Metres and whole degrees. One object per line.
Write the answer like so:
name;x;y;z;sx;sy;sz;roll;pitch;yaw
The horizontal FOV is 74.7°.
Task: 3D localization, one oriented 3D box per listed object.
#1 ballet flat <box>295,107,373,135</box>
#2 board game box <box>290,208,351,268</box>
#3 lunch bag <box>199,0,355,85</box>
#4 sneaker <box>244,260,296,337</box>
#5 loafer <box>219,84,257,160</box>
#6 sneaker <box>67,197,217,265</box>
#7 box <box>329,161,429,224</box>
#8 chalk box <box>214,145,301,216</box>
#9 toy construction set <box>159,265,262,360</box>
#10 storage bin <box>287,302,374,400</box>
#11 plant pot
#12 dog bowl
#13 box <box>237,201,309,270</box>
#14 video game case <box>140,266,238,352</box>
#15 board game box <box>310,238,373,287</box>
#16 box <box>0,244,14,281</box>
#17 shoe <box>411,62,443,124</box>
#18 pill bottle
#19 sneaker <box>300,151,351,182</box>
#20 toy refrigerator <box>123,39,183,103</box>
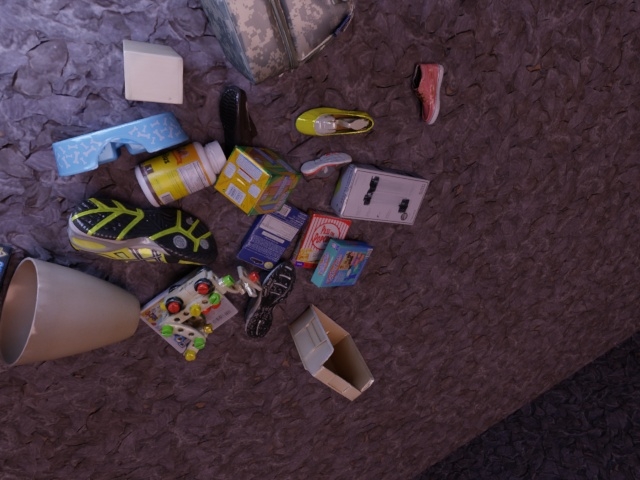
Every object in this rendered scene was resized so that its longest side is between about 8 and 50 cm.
ballet flat;0.048;-0.335;1.194;0.231;0.077;0.077;-8;121;-21
board game box;0.000;0.000;1.382;0.147;0.045;0.193;8;114;-30
lunch bag;-0.095;-0.491;0.899;0.256;0.305;0.212;-29;126;-6
sneaker;-0.177;0.181;1.372;0.100;0.108;0.271;27;97;-30
loafer;-0.211;-0.300;1.105;0.078;0.080;0.219;-28;139;-37
sneaker;-0.466;-0.006;1.131;0.385;0.145;0.147;19;141;-36
box;0.192;-0.152;1.360;0.290;0.087;0.169;3;116;-27
chalk box;-0.152;-0.163;1.132;0.132;0.132;0.213;-56;166;22
toy construction set;-0.326;0.189;1.215;0.328;0.151;0.215;-40;122;-2
storage bin;0.037;0.402;1.500;0.123;0.260;0.262;-41;127;6
plant pot;-0.634;0.192;1.097;0.274;0.256;0.256;17;110;-49
dog bowl;-0.463;-0.229;0.972;0.298;0.166;0.073;-20;112;-13
box;-0.152;-0.019;1.306;0.137;0.036;0.225;27;104;-34
video game case;-0.407;0.220;1.302;0.227;0.026;0.206;-36;122;-4
board game box;0.077;0.077;1.415;0.210;0.047;0.160;5;116;-53
box;-0.804;0.198;0.966;0.074;0.295;0.293;15;111;-33
shoe;0.315;-0.443;1.270;0.081;0.063;0.177;-6;114;-21
pill bottle;-0.349;-0.178;1.074;0.215;0.117;0.117;-25;125;-11
sneaker;0.019;-0.218;1.267;0.158;0.061;0.064;-16;134;-4
toy refrigerator;-0.355;-0.353;0.877;0.103;0.269;0.094;-3;119;-25
